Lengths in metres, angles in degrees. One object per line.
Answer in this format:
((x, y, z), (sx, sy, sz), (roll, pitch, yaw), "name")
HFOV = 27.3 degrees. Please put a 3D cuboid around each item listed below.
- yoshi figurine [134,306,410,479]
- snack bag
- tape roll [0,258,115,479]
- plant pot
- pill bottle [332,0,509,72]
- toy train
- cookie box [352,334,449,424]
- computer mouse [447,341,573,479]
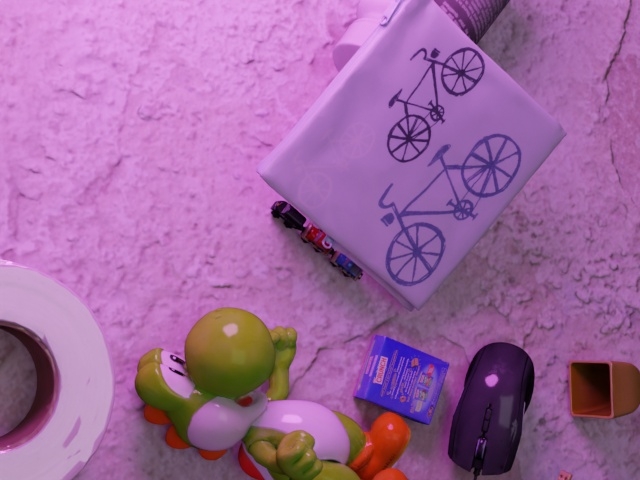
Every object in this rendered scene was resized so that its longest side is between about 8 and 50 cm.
((-0.044, 0.204, 1.624), (0.362, 0.203, 0.203), (28, 73, -16), "yoshi figurine")
((0.116, -0.110, 1.690), (0.342, 0.037, 0.323), (38, 93, -33), "snack bag")
((-0.385, 0.165, 1.519), (0.286, 0.100, 0.286), (1, 86, -24), "tape roll")
((0.416, 0.211, 1.897), (0.083, 0.081, 0.081), (0, 87, -37), "plant pot")
((0.150, -0.316, 1.758), (0.161, 0.161, 0.283), (43, 71, -17), "pill bottle")
((0.000, 0.000, 1.739), (0.158, 0.036, 0.027), (40, 72, -18), "toy train")
((0.109, 0.187, 1.776), (0.107, 0.040, 0.092), (25, 77, -22), "cookie box")
((0.257, 0.270, 1.778), (0.184, 0.060, 0.262), (18, 77, 16), "computer mouse")
